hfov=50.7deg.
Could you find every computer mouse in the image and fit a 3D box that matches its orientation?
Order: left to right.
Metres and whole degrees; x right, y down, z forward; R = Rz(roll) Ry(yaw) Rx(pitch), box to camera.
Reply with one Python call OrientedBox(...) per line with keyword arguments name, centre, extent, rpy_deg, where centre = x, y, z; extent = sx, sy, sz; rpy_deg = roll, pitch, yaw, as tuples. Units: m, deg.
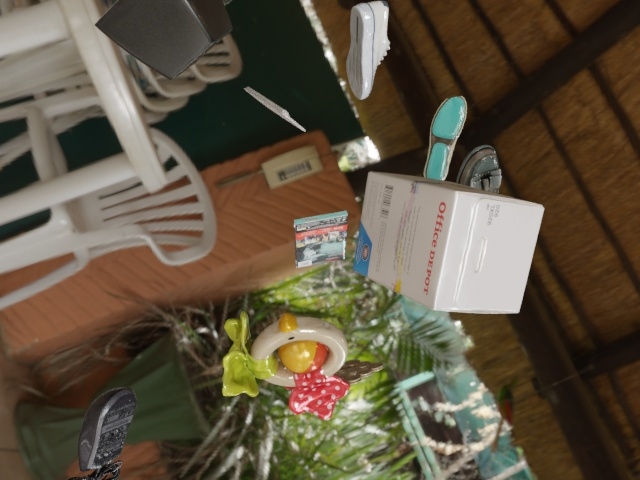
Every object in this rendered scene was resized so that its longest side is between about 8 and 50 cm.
OrientedBox(name="computer mouse", centre=(-0.506, 0.447, 1.536), extent=(0.072, 0.272, 0.188), rpy_deg=(25, 9, 25))

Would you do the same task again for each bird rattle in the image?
OrientedBox(name="bird rattle", centre=(-0.041, 0.210, 1.143), extent=(0.207, 0.253, 0.143), rpy_deg=(-47, -154, 34))

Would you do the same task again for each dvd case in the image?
OrientedBox(name="dvd case", centre=(0.000, 0.000, 1.099), extent=(0.119, 0.087, 0.013), rpy_deg=(89, -13, -52))

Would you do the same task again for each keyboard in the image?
OrientedBox(name="keyboard", centre=(-0.108, -0.302, 1.547), extent=(0.072, 0.014, 0.256), rpy_deg=(41, 2, -35))

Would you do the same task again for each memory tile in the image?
OrientedBox(name="memory tile", centre=(0.058, 0.296, 1.489), extent=(0.113, 0.148, 0.012), rpy_deg=(-3, -78, 48))

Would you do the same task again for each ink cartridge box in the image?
OrientedBox(name="ink cartridge box", centre=(0.188, -0.002, 1.044), extent=(0.232, 0.168, 0.171), rpy_deg=(27, -70, 60))

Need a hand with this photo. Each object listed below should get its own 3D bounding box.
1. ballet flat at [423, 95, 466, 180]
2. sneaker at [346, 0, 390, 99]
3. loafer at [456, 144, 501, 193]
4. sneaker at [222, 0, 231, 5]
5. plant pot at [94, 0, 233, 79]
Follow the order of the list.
OrientedBox(name="ballet flat", centre=(0.225, -0.186, 1.247), extent=(0.052, 0.057, 0.168), rpy_deg=(-46, 154, -77))
OrientedBox(name="sneaker", centre=(0.123, -0.450, 1.619), extent=(0.094, 0.091, 0.258), rpy_deg=(58, -21, 32))
OrientedBox(name="loafer", centre=(0.342, -0.082, 1.442), extent=(0.268, 0.096, 0.084), rpy_deg=(89, -20, -49))
OrientedBox(name="sneaker", centre=(-0.237, -0.704, 1.408), extent=(0.182, 0.158, 0.411), rpy_deg=(17, -56, 21))
OrientedBox(name="plant pot", centre=(-0.283, -0.424, 1.307), extent=(0.167, 0.188, 0.187), rpy_deg=(51, 26, -16))
